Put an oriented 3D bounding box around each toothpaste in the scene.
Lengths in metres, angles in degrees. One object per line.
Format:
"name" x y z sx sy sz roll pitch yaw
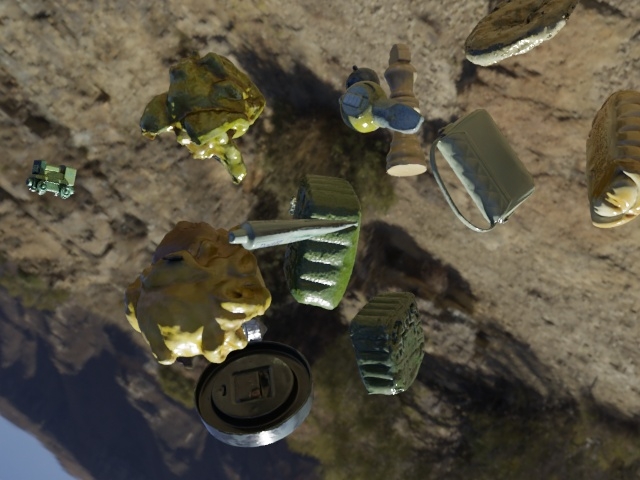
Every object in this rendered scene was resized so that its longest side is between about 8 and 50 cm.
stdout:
"toothpaste" -0.042 -0.015 1.158 0.218 0.041 0.064 -8 180 -39

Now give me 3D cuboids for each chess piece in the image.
"chess piece" 0.239 -0.391 2.290 0.117 0.397 0.117 -3 167 -1

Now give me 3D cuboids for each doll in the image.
"doll" 0.115 -0.366 1.934 0.152 0.085 0.114 64 154 1

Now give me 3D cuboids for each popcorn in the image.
"popcorn" -0.255 0.097 1.579 0.297 0.316 0.281 -13 147 2
"popcorn" -0.291 -0.344 2.094 0.321 0.290 0.325 30 -165 -7

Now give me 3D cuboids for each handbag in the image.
"handbag" 0.344 -0.148 1.736 0.256 0.219 0.079 55 152 -6

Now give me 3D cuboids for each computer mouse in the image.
"computer mouse" -0.221 0.266 2.306 0.106 0.062 0.192 3 155 10

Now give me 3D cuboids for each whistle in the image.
"whistle" 0.137 -0.294 1.782 0.223 0.123 0.123 22 161 29

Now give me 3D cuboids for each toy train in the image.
"toy train" -0.634 -0.144 1.842 0.050 0.081 0.122 12 179 39

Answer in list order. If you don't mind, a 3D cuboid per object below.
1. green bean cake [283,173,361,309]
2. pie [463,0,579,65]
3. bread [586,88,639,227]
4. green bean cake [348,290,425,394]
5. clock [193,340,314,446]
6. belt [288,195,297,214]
"green bean cake" 0.000 0.000 1.561 0.125 0.248 0.222 5 -165 -8
"pie" 0.418 -0.455 1.600 0.055 0.274 0.274 52 159 -22
"bread" 0.623 -0.178 1.590 0.121 0.311 0.173 17 141 -1
"green bean cake" 0.178 0.262 1.993 0.125 0.222 0.227 1 113 28
"clock" -0.151 0.348 1.786 0.281 0.280 0.055 23 139 36
"belt" 0.007 -0.090 2.286 0.179 0.065 0.100 -5 -153 -32
